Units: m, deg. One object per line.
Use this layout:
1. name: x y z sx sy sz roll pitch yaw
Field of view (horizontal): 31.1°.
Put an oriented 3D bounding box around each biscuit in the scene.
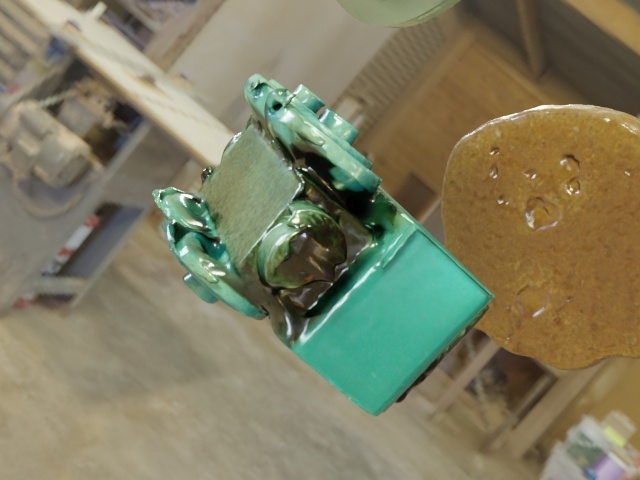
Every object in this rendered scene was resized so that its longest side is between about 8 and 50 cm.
1. biscuit: 0.239 -0.004 1.124 0.273 0.257 0.049 16 15 37

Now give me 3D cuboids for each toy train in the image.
1. toy train: 0.000 0.000 0.584 0.154 0.107 0.198 41 5 -19

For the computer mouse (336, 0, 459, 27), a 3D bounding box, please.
1. computer mouse: 0.018 -0.296 0.865 0.097 0.159 0.288 -41 105 -46
